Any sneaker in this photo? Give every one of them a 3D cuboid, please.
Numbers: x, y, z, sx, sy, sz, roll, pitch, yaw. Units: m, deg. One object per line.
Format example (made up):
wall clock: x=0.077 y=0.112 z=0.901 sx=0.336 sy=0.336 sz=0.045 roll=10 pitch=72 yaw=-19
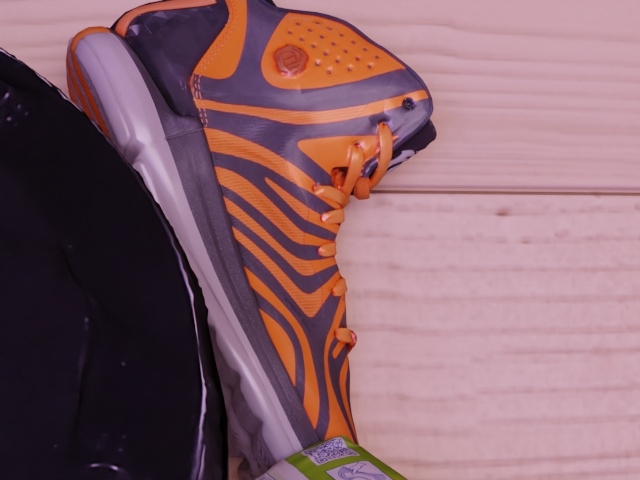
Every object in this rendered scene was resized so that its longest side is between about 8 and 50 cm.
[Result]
sneaker: x=0.000 y=0.000 z=0.829 sx=0.180 sy=0.124 sz=0.321 roll=-22 pitch=85 yaw=-18

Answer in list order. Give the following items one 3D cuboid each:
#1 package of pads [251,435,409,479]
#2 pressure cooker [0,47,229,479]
package of pads: x=0.059 y=0.261 z=0.682 sx=0.101 sy=0.229 sz=0.297 roll=-23 pitch=109 yaw=-19
pressure cooker: x=-0.238 y=0.150 z=0.582 sx=0.369 sy=0.420 sz=0.375 roll=19 pitch=48 yaw=-3
